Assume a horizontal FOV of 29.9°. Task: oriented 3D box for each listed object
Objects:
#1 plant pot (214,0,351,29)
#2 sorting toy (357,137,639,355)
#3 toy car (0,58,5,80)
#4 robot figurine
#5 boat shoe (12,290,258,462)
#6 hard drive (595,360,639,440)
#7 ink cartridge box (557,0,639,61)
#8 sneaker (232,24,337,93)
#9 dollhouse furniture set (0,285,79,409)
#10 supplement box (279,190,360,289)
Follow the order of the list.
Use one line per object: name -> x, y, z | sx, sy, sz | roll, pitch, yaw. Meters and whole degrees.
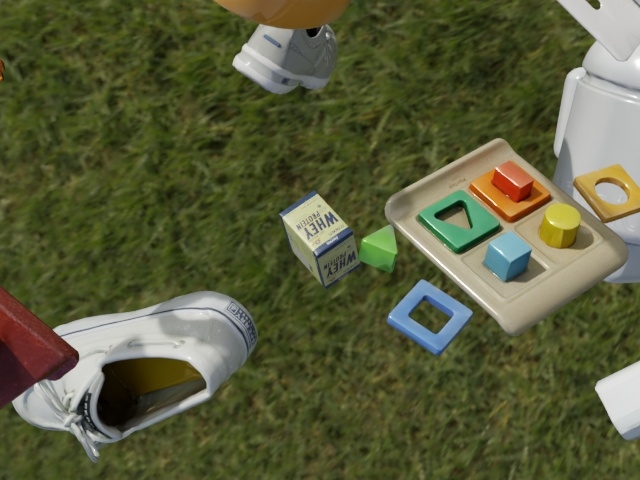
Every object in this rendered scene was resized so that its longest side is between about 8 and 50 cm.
plant pot -> -0.028, -0.358, 1.247 | 0.205, 0.205, 0.188 | 40, 138, 9
sorting toy -> 0.193, -0.018, 1.216 | 0.196, 0.348, 0.047 | 46, 149, 26
toy car -> -0.495, -0.235, 1.662 | 0.122, 0.060, 0.040 | -8, 129, 16
robot figurine -> 0.408, -0.125, 1.501 | 0.300, 0.200, 0.353 | 30, 115, 48
boat shoe -> -0.240, 0.176, 1.342 | 0.367, 0.156, 0.136 | -17, 115, 33
hard drive -> 0.378, 0.042, 0.839 | 0.353, 0.233, 0.047 | -29, 73, 17
ink cartridge box -> 0.205, -0.204, 0.705 | 0.104, 0.181, 0.061 | 44, 157, -6
sneaker -> -0.018, -0.267, 1.583 | 0.105, 0.281, 0.115 | 35, 111, 0
dollhouse furniture set -> -0.298, 0.138, 0.489 | 0.374, 0.201, 0.152 | -36, 106, 22
supplement box -> 0.000, 0.000, 1.503 | 0.083, 0.056, 0.083 | 48, 165, 32
